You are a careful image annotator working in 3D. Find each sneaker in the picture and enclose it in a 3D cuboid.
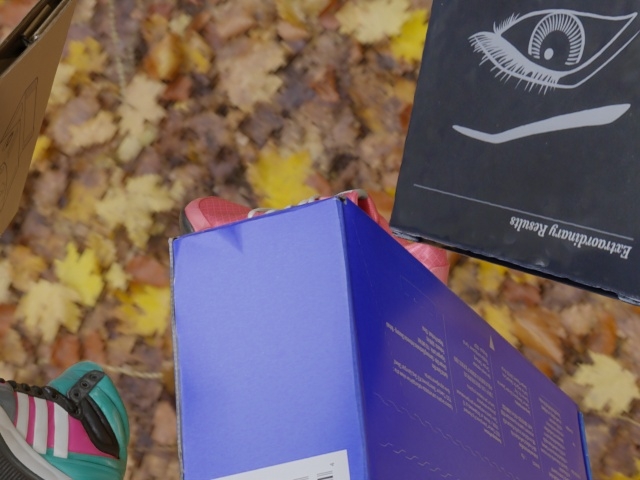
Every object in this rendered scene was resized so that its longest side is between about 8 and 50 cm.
[{"bbox_3d":[-0.320,0.187,1.571,0.123,0.295,0.178,-29,25,33],"label":"sneaker"},{"bbox_3d":[0.001,0.000,1.406,0.313,0.116,0.136,25,109,27],"label":"sneaker"}]

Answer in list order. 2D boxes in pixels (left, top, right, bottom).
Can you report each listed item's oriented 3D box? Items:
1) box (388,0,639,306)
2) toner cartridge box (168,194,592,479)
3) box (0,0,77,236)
[{"bbox_3d":[0.132,-0.082,0.590,0.153,0.108,0.207,19,100,49],"label":"box"},{"bbox_3d":[0.051,0.119,0.625,0.075,0.348,0.165,-13,66,21],"label":"toner cartridge box"},{"bbox_3d":[-0.227,-0.063,0.993,0.021,0.164,0.201,22,122,-3],"label":"box"}]
